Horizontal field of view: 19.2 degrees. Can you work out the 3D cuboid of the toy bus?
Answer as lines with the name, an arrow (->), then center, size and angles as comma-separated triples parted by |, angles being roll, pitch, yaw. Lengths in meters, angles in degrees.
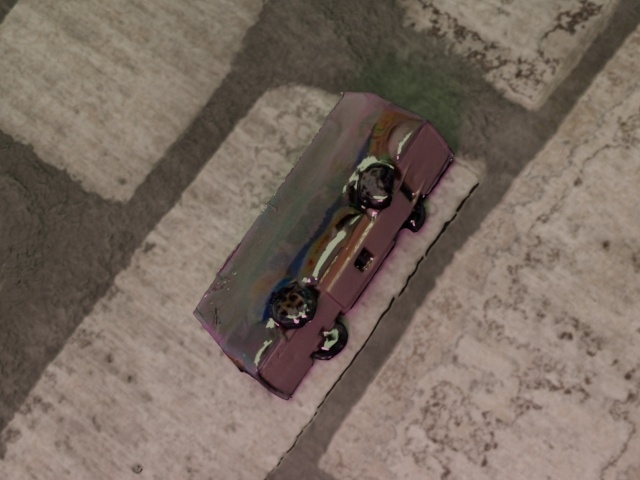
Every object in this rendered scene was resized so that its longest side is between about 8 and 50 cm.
toy bus -> 0.000, 0.000, 1.941 | 0.138, 0.112, 0.317 | 31, 80, 31
